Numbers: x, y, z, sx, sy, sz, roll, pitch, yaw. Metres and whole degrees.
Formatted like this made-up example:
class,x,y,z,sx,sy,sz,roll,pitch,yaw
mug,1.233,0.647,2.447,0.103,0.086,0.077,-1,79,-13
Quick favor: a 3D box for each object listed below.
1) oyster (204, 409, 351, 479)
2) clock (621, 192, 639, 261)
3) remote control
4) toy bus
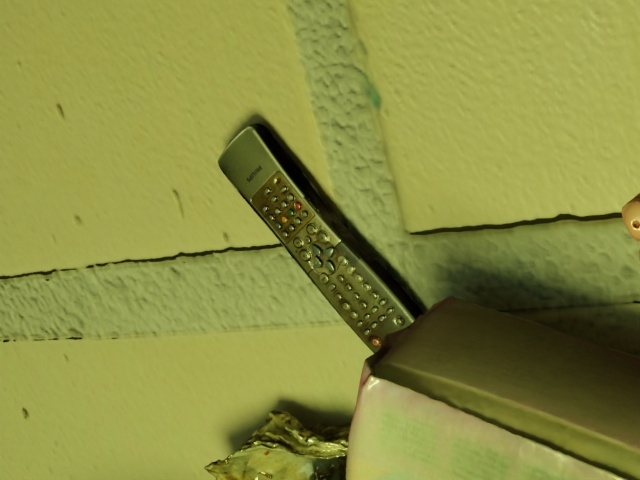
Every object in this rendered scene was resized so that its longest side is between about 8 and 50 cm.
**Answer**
class,x,y,z,sx,sy,sz,roll,pitch,yaw
oyster,-0.013,0.188,1.417,0.105,0.056,0.177,49,129,-7
clock,0.297,0.006,1.116,0.162,0.093,0.166,-25,93,35
remote control,0.000,0.000,1.350,0.212,0.028,0.059,50,124,6
toy bus,0.203,0.174,1.180,0.386,0.171,0.162,18,132,26
